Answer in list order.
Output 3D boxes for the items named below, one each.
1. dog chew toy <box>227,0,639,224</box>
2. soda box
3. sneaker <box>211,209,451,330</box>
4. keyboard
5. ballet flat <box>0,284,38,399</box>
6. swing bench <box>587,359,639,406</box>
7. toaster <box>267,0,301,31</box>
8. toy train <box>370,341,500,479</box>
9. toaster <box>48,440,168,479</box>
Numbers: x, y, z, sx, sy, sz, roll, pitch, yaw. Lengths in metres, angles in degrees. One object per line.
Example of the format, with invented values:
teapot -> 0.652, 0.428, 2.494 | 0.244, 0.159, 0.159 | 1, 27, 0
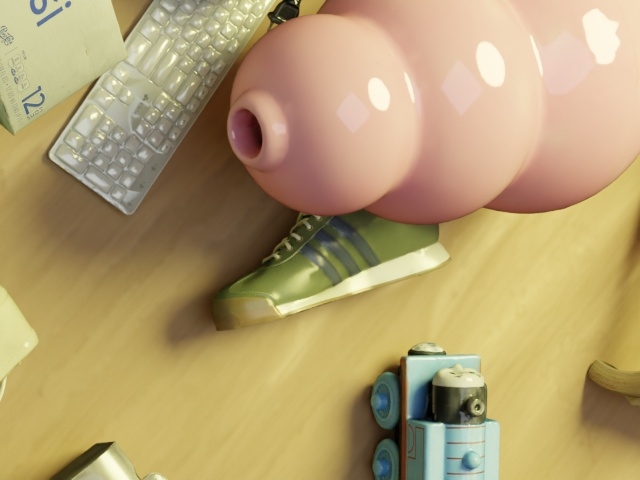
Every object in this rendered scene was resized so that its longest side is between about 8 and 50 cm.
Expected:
dog chew toy -> 0.079, -0.102, 1.272 | 0.331, 0.206, 0.207 | -17, 100, -37
soda box -> -0.206, -0.205, 1.126 | 0.098, 0.091, 0.286 | -37, 143, -20
sneaker -> 0.000, 0.000, 1.339 | 0.192, 0.064, 0.086 | -17, 94, -28
keyboard -> -0.091, -0.141, 1.310 | 0.072, 0.014, 0.256 | 38, 75, -23
ballet flat -> -0.267, 0.135, 1.200 | 0.086, 0.086, 0.248 | 42, 73, -22
swing bench -> 0.384, 0.042, 1.477 | 0.253, 0.165, 0.255 | 20, 83, -27
toaster -> -0.057, -0.264, 1.249 | 0.146, 0.129, 0.227 | 14, 100, -15
toy train -> 0.087, 0.167, 1.362 | 0.080, 0.105, 0.184 | 1, 92, -27
toaster -> -0.155, 0.241, 1.220 | 0.185, 0.110, 0.168 | -37, 92, -22
